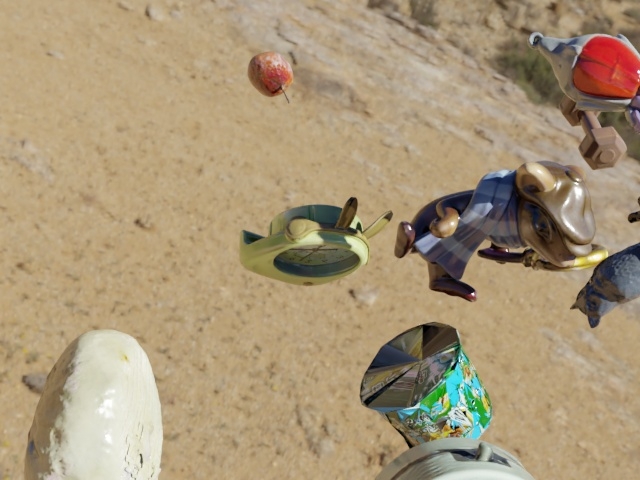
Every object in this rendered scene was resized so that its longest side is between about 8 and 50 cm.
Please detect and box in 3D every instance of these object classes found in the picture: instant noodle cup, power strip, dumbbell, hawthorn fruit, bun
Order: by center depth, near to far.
[{"bbox_3d":[-0.300,0.259,1.105,0.168,0.273,0.273,-1,28,1],"label":"bun"},{"bbox_3d":[-0.068,-0.243,1.260,0.066,0.067,0.103,2,34,-34],"label":"hawthorn fruit"},{"bbox_3d":[0.224,0.481,1.307,0.357,0.358,0.161,18,4,-6],"label":"power strip"},{"bbox_3d":[0.218,0.302,1.637,0.178,0.240,0.240,53,17,-22],"label":"instant noodle cup"},{"bbox_3d":[0.575,-0.241,1.770,0.082,0.092,0.231,14,38,-13],"label":"dumbbell"}]

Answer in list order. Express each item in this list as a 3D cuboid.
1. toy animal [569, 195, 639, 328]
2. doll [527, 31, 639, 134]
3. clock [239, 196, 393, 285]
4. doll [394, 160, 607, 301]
[{"bbox_3d":[0.465,0.044,1.235,0.117,0.210,0.121,27,21,-32],"label":"toy animal"},{"bbox_3d":[0.349,-0.192,0.989,0.227,0.102,0.075,28,-6,14],"label":"doll"},{"bbox_3d":[0.000,0.000,1.276,0.170,0.232,0.069,21,57,-40],"label":"clock"},{"bbox_3d":[0.324,-0.015,1.499,0.318,0.339,0.209,15,61,-56],"label":"doll"}]
